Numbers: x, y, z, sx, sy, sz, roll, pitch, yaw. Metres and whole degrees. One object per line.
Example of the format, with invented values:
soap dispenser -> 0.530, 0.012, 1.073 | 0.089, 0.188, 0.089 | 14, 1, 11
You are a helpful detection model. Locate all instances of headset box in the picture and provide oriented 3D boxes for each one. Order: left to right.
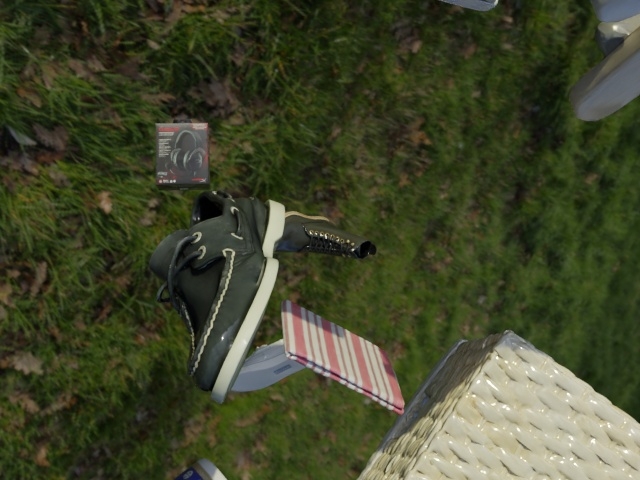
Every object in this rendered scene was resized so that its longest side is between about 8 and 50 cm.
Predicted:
headset box -> -0.162, -0.103, 0.870 | 0.062, 0.032, 0.083 | -1, 82, -5

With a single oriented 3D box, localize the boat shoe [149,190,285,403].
boat shoe -> -0.106, 0.028, 0.712 | 0.113, 0.340, 0.127 | 23, 116, -9

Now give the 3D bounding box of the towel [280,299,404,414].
towel -> 0.027, 0.166, 1.044 | 0.197, 0.144, 0.029 | 29, 106, -15

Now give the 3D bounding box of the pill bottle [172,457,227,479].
pill bottle -> -0.177, 0.352, 0.847 | 0.187, 0.112, 0.112 | -35, 132, -23

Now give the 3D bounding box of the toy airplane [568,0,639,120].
toy airplane -> 0.418, -0.255, 0.650 | 0.384, 0.386, 0.272 | 61, 33, -52

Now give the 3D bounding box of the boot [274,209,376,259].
boot -> 0.000, 0.000, 1.306 | 0.198, 0.137, 0.076 | -17, 124, -53

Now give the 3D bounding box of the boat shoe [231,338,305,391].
boat shoe -> -0.096, 0.221, 1.364 | 0.184, 0.063, 0.066 | -28, 132, 10

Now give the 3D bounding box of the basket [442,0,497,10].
basket -> 0.107, -0.300, 0.668 | 0.167, 0.103, 0.113 | 15, 76, -7

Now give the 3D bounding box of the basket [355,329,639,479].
basket -> 0.271, 0.352, 1.064 | 0.328, 0.331, 0.266 | -51, 177, -15
